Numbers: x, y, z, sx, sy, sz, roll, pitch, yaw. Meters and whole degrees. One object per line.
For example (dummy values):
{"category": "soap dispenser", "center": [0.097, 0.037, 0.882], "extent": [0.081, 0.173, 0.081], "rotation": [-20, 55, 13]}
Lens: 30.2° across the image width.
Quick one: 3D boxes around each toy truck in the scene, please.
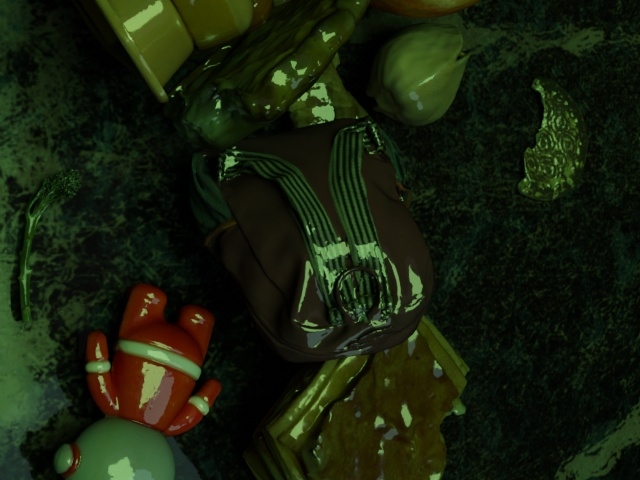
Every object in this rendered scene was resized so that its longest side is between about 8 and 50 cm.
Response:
{"category": "toy truck", "center": [-0.189, -0.321, 1.379], "extent": [0.211, 0.288, 0.204], "rotation": [-35, 150, -6]}

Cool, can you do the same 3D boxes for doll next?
{"category": "doll", "center": [-0.228, 0.228, 1.458], "extent": [0.199, 0.105, 0.337], "rotation": [26, 69, -33]}

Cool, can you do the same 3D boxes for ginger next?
{"category": "ginger", "center": [-0.007, -0.225, 1.604], "extent": [0.148, 0.081, 0.334], "rotation": [-34, 110, -34]}

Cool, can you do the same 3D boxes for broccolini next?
{"category": "broccolini", "center": [-0.338, 0.001, 1.421], "extent": [0.052, 0.054, 0.194], "rotation": [19, 86, -2]}

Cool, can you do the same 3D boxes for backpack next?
{"category": "backpack", "center": [0.000, 0.000, 1.465], "extent": [0.283, 0.197, 0.317], "rotation": [-14, 56, -15]}

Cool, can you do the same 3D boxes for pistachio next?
{"category": "pistachio", "center": [0.138, -0.235, 1.651], "extent": [0.126, 0.152, 0.223], "rotation": [59, 21, -17]}

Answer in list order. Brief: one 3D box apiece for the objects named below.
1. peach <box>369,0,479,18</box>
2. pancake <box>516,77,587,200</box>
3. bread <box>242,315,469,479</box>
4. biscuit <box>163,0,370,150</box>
{"category": "peach", "center": [0.138, -0.474, 1.569], "extent": [0.372, 0.290, 0.373], "rotation": [8, 56, -12]}
{"category": "pancake", "center": [0.360, -0.154, 1.889], "extent": [0.190, 0.020, 0.184], "rotation": [-49, 116, -25]}
{"category": "bread", "center": [0.066, 0.280, 1.600], "extent": [0.314, 0.191, 0.370], "rotation": [-48, 120, -28]}
{"category": "biscuit", "center": [-0.071, -0.195, 1.384], "extent": [0.078, 0.329, 0.335], "rotation": [48, 21, -18]}
